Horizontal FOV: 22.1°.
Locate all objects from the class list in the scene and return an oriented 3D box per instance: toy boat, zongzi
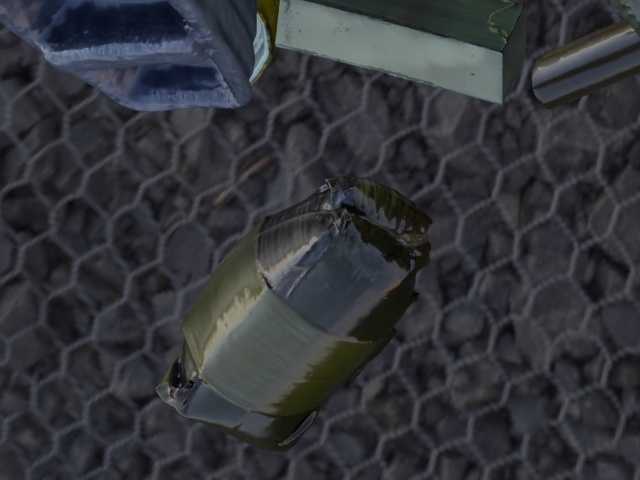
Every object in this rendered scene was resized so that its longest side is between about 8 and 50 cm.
[{"bbox_3d":[-0.129,-0.157,0.838,0.127,0.078,0.283,3,156,28],"label":"toy boat"},{"bbox_3d":[0.000,0.000,1.482,0.154,0.317,0.289,31,128,-16],"label":"zongzi"}]

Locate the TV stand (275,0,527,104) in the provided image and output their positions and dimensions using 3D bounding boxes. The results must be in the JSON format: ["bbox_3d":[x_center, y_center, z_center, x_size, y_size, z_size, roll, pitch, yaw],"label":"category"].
[{"bbox_3d":[0.084,-0.233,1.776,0.270,0.082,0.088,18,146,17],"label":"TV stand"}]

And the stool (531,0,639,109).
[{"bbox_3d":[0.286,-0.300,1.574,0.226,0.310,0.310,1,157,40],"label":"stool"}]

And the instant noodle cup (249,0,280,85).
[{"bbox_3d":[-0.106,-0.195,1.230,0.182,0.144,0.182,-2,146,-2],"label":"instant noodle cup"}]
